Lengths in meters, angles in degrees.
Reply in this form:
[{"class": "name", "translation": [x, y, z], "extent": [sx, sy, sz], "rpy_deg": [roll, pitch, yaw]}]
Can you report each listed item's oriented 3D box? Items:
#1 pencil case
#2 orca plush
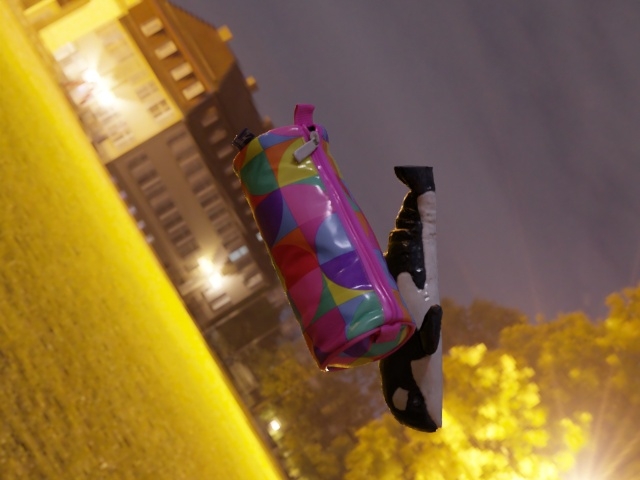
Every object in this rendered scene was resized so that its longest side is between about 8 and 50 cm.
[{"class": "pencil case", "translation": [0.000, 0.000, 0.923], "extent": [0.104, 0.105, 0.236], "rpy_deg": [85, -19, -71]}, {"class": "orca plush", "translation": [0.077, 0.062, 1.106], "extent": [0.151, 0.102, 0.287], "rpy_deg": [-80, 169, -79]}]
